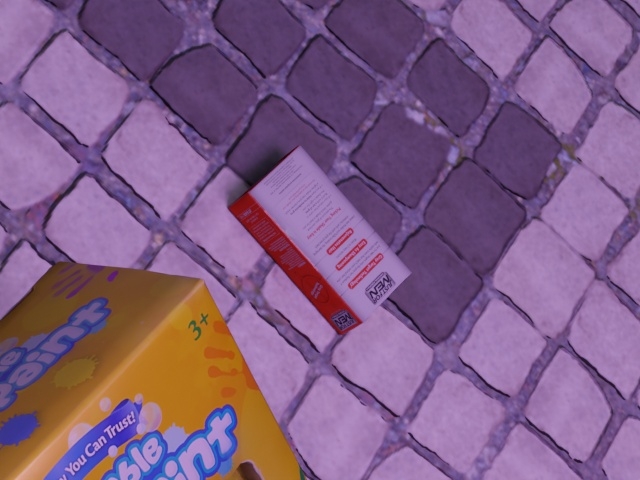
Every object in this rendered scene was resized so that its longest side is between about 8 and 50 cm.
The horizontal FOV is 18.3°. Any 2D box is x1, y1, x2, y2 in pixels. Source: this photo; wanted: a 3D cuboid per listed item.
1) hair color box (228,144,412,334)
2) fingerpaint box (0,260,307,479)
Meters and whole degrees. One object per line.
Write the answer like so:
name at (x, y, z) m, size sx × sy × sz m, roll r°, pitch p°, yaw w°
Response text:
hair color box at (0.000, 0.000, 1.617) m, size 0.141 × 0.043 × 0.072 m, roll 49°, pitch 57°, yaw -4°
fingerpaint box at (-0.181, 0.294, 1.256) m, size 0.445 × 0.163 × 0.371 m, roll -46°, pitch 124°, yaw -33°
